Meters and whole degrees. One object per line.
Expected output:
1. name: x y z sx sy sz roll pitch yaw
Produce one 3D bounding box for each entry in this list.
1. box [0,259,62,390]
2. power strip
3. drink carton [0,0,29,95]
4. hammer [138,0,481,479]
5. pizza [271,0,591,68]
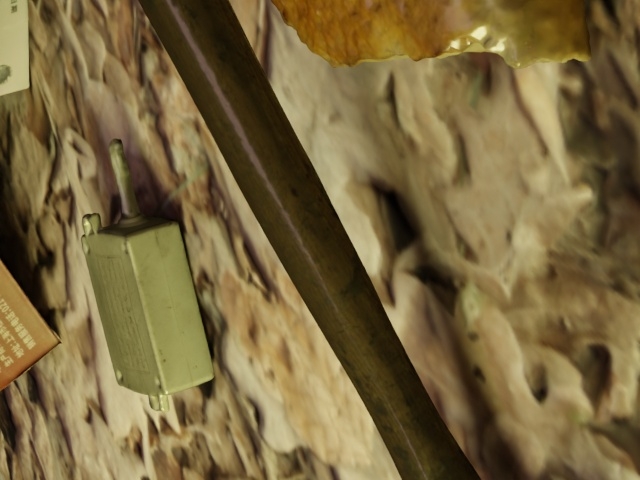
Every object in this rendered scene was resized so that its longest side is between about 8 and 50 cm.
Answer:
1. box: -0.396 -0.085 1.189 0.344 0.122 0.385 40 163 40
2. power strip: -0.116 0.021 1.029 0.075 0.042 0.175 3 108 57
3. drink carton: -0.327 -0.225 1.169 0.315 0.107 0.130 41 140 37
4. hammer: 0.000 0.000 0.762 0.168 0.044 0.440 -16 103 60
5. pizza: -0.004 -0.193 0.702 0.365 0.074 0.182 51 142 29
